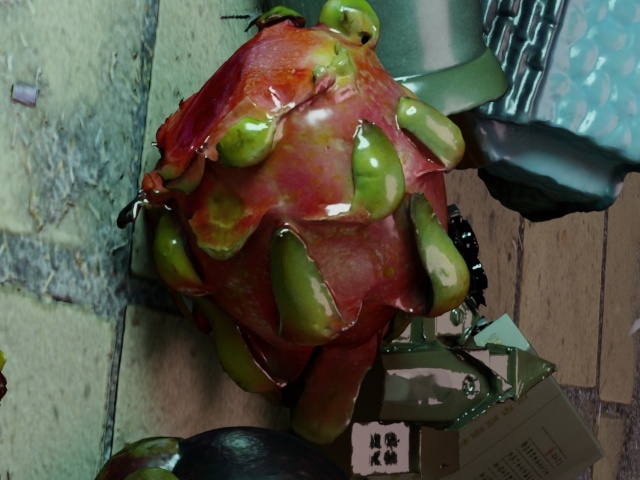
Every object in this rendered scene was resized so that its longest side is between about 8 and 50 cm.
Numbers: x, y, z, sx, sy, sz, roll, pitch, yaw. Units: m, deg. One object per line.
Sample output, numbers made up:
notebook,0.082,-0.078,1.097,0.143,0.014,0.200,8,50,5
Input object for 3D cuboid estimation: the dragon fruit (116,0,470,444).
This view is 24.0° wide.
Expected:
dragon fruit,-0.014,-0.012,1.083,0.227,0.243,0.307,-50,179,-43

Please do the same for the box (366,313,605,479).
box,0.168,0.214,1.557,0.051,0.205,0.365,54,3,33

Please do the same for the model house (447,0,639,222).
model house,0.148,-0.234,1.444,0.297,0.339,0.360,7,-101,70

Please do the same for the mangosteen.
mangosteen,-0.083,0.215,0.978,0.250,0.211,0.211,23,67,-33

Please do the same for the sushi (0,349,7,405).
sushi,-0.220,0.075,0.682,0.172,0.153,0.150,6,107,-47

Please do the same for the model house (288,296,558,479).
model house,0.118,0.116,1.312,0.248,0.176,0.180,-1,92,-29

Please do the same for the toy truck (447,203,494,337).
toy truck,0.105,0.042,1.492,0.125,0.101,0.242,-120,-171,-55

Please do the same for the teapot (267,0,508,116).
teapot,0.059,-0.276,1.203,0.270,0.200,0.337,-15,109,-20
